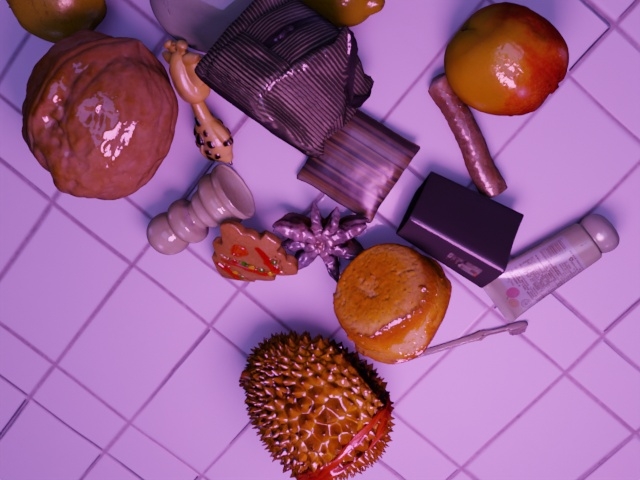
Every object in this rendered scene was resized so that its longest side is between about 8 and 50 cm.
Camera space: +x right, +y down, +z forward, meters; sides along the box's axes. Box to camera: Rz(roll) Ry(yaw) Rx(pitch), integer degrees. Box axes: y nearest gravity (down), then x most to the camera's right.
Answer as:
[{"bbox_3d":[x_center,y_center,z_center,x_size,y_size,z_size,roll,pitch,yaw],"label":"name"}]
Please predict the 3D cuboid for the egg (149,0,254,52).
[{"bbox_3d":[-0.204,-0.483,1.055,0.282,0.203,0.203,4,104,-6],"label":"egg"}]

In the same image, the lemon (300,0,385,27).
[{"bbox_3d":[0.025,-0.534,1.041,0.184,0.184,0.248,-45,84,12],"label":"lemon"}]

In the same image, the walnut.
[{"bbox_3d":[-0.453,-0.263,1.081,0.306,0.306,0.344,33,107,-4],"label":"walnut"}]

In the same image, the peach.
[{"bbox_3d":[0.367,-0.357,1.034,0.230,0.231,0.231,1,103,4],"label":"peach"}]

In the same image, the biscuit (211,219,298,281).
[{"bbox_3d":[-0.171,0.044,1.202,0.212,0.041,0.238,32,139,-24],"label":"biscuit"}]

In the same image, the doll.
[{"bbox_3d":[-0.259,-0.292,1.125,0.117,0.086,0.291,11,135,31],"label":"doll"}]

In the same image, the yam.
[{"bbox_3d":[0.326,-0.229,1.151,0.066,0.066,0.300,-27,99,10],"label":"yam"}]

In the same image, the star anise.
[{"bbox_3d":[0.000,0.000,1.201,0.236,0.093,0.229,30,120,-18],"label":"star anise"}]

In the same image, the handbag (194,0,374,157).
[{"bbox_3d":[-0.049,-0.319,1.017,0.247,0.340,0.240,41,96,16],"label":"handbag"}]

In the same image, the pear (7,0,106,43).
[{"bbox_3d":[-0.554,-0.514,1.091,0.198,0.198,0.198,1,103,4],"label":"pear"}]

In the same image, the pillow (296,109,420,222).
[{"bbox_3d":[0.083,-0.177,1.185,0.208,0.052,0.212,32,103,0],"label":"pillow"}]

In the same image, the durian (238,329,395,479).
[{"bbox_3d":[-0.007,0.378,1.189,0.384,0.348,0.348,25,104,-12],"label":"durian"}]

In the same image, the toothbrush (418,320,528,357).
[{"bbox_3d":[0.364,0.245,1.279,0.294,0.026,0.028,-15,117,7],"label":"toothbrush"}]

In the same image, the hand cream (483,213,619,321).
[{"bbox_3d":[0.527,0.058,1.189,0.305,0.093,0.147,-37,103,13],"label":"hand cream"}]

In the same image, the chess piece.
[{"bbox_3d":[-0.291,-0.053,1.207,0.251,0.144,0.145,-31,99,17],"label":"chess piece"}]

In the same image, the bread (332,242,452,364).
[{"bbox_3d":[0.150,0.125,1.133,0.268,0.269,0.146,-31,140,11],"label":"bread"}]

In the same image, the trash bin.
[{"bbox_3d":[0.304,-0.030,1.144,0.225,0.115,0.165,30,63,0],"label":"trash bin"}]
